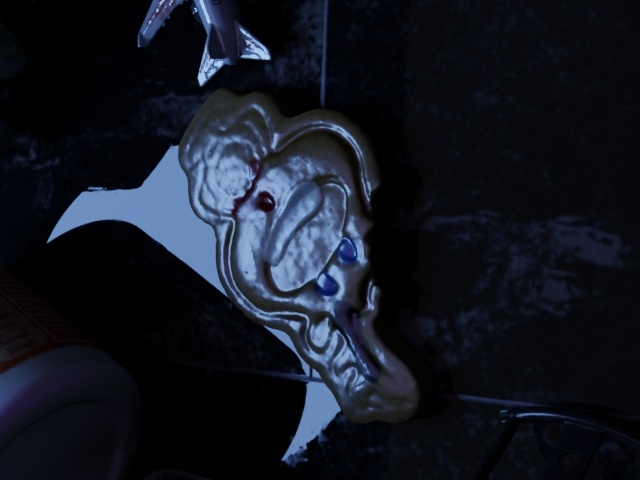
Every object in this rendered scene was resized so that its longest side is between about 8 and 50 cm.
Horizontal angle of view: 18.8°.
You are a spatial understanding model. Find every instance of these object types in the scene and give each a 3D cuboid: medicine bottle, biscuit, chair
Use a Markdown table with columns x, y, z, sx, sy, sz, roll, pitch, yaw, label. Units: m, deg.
| x | y | z | sx | sy | sz | roll | pitch | yaw | label |
| --- | --- | --- | --- | --- | --- | --- | --- | --- | --- |
| -0.315 | 0.148 | 1.651 | 0.241 | 0.252 | 0.252 | 37 | 110 | 28 | medicine bottle |
| -0.006 | 0.007 | 1.569 | 0.183 | 0.047 | 0.319 | -31 | 76 | 33 | biscuit |
| 0.153 | 0.265 | 1.419 | 0.155 | 0.141 | 0.260 | 15 | 55 | 32 | chair |

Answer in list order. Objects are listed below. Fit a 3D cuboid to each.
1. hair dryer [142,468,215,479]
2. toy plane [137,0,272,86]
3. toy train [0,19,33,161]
| x | y | z | sx | sy | sz | roll | pitch | yaw | label |
| --- | --- | --- | --- | --- | --- | --- | --- | --- | --- |
| -0.046 | 0.333 | 1.536 | 0.344 | 0.107 | 0.189 | 27 | 104 | 41 | hair dryer |
| -0.092 | -0.221 | 1.607 | 0.162 | 0.065 | 0.171 | -17 | 79 | 33 | toy plane |
| -0.415 | -0.183 | 1.715 | 0.173 | 0.249 | 0.307 | -47 | 66 | 22 | toy train |
